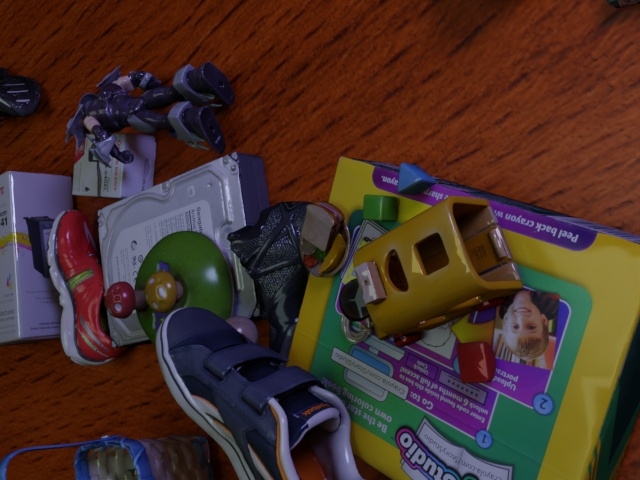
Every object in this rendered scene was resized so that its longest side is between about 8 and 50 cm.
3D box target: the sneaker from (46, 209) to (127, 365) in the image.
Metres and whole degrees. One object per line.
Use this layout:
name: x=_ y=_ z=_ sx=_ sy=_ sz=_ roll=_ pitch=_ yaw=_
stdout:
sneaker: x=-0.385 y=0.073 z=1.205 sx=0.118 sy=0.107 sz=0.279 roll=-19 pitch=79 yaw=19

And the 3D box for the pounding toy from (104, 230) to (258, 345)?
pounding toy: x=-0.205 y=0.095 z=0.942 sx=0.183 sy=0.110 sz=0.237 roll=-50 pitch=60 yaw=26

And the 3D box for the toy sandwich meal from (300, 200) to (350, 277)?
toy sandwich meal: x=0.000 y=0.000 z=0.776 sx=0.086 sy=0.029 sz=0.085 roll=-4 pitch=85 yaw=44

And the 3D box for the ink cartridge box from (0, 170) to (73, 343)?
ink cartridge box: x=-0.575 y=0.043 z=1.327 sx=0.226 sy=0.131 sz=0.306 roll=-13 pitch=81 yaw=39

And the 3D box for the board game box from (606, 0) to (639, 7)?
board game box: x=0.383 y=-0.295 z=0.599 sx=0.260 sy=0.030 sz=0.136 roll=1 pitch=87 yaw=40

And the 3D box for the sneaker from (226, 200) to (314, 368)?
sneaker: x=-0.059 y=0.058 z=0.895 sx=0.130 sy=0.087 sz=0.227 roll=11 pitch=93 yaw=13

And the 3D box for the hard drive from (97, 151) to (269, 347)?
hard drive: x=-0.211 y=0.026 z=1.060 sx=0.339 sy=0.064 sz=0.236 roll=-15 pitch=79 yaw=36

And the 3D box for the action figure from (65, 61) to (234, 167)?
action figure: x=-0.273 y=-0.196 z=1.073 sx=0.285 sy=0.099 sz=0.185 roll=4 pitch=64 yaw=29

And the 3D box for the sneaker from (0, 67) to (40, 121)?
sneaker: x=-0.656 y=-0.290 z=1.442 sx=0.272 sy=0.100 sz=0.108 roll=26 pitch=119 yaw=41

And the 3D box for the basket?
basket: x=-0.286 y=0.397 z=0.963 sx=0.201 sy=0.289 sz=0.254 roll=-21 pitch=74 yaw=38

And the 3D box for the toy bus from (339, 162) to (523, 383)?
toy bus: x=0.079 y=0.037 z=0.651 sx=0.191 sy=0.104 sz=0.202 roll=26 pitch=105 yaw=40

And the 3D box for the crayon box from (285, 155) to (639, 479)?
crayon box: x=0.142 y=0.105 z=0.735 sx=0.363 sy=0.106 sz=0.313 roll=23 pitch=104 yaw=40

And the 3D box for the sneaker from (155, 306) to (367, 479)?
sneaker: x=-0.057 y=0.178 z=0.760 sx=0.321 sy=0.126 sz=0.127 roll=51 pitch=125 yaw=21

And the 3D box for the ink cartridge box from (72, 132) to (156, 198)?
ink cartridge box: x=-0.353 y=-0.126 z=1.190 sx=0.150 sy=0.063 sz=0.109 roll=5 pitch=92 yaw=40
